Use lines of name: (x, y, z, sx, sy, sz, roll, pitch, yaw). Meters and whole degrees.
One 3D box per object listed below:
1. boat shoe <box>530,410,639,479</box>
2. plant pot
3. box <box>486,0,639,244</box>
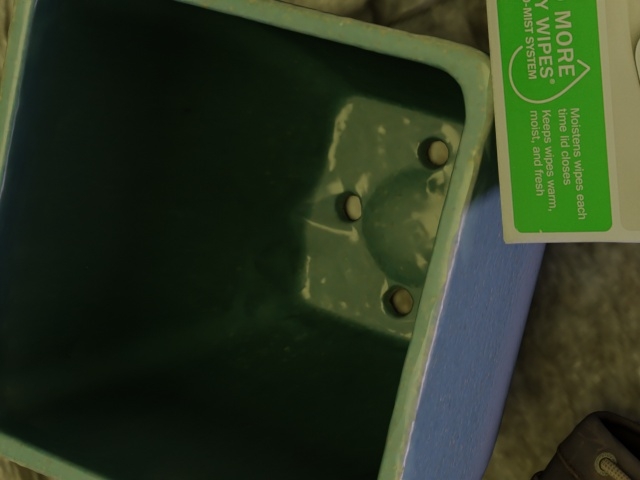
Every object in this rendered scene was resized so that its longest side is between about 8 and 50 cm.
boat shoe: (0.250, 0.194, 0.741, 0.355, 0.132, 0.130, 24, 105, 24)
plant pot: (0.000, 0.000, 0.791, 0.248, 0.252, 0.247, 18, 103, 26)
box: (0.227, -0.081, 0.649, 0.231, 0.262, 0.127, 0, 99, 29)
